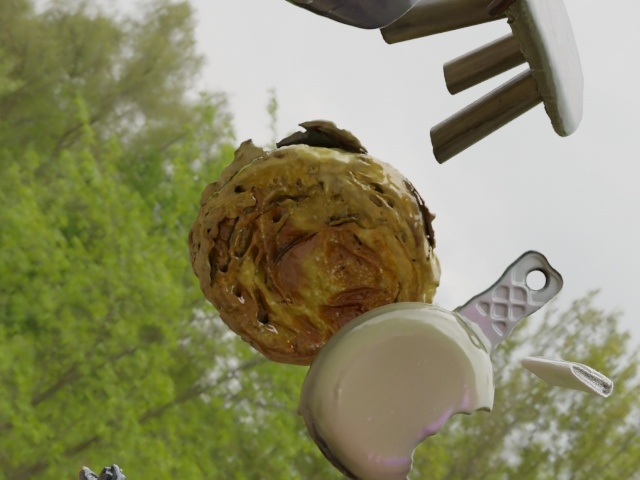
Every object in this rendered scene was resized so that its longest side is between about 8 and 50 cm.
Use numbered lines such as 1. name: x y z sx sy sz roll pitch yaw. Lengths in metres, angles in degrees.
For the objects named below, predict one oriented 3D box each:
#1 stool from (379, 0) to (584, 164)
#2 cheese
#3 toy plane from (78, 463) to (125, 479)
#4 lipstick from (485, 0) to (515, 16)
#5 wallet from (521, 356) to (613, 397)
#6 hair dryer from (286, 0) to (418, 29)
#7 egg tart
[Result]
1. stool: 0.248 -0.315 1.635 0.226 0.310 0.310 -13 -57 22
2. cheese: 0.116 0.115 1.052 0.163 0.286 0.082 54 -2 3
3. toy plane: -0.219 0.349 1.241 0.204 0.103 0.316 18 26 -37
4. lipstick: 0.277 -0.342 1.390 0.027 0.027 0.176 53 -46 2
5. wallet: 0.291 0.159 1.296 0.061 0.025 0.122 28 -8 -15
6. hair dryer: -0.056 -0.325 0.709 0.301 0.121 0.361 36 33 -35
7. egg tart: 0.000 0.000 1.179 0.297 0.132 0.297 10 -57 15
